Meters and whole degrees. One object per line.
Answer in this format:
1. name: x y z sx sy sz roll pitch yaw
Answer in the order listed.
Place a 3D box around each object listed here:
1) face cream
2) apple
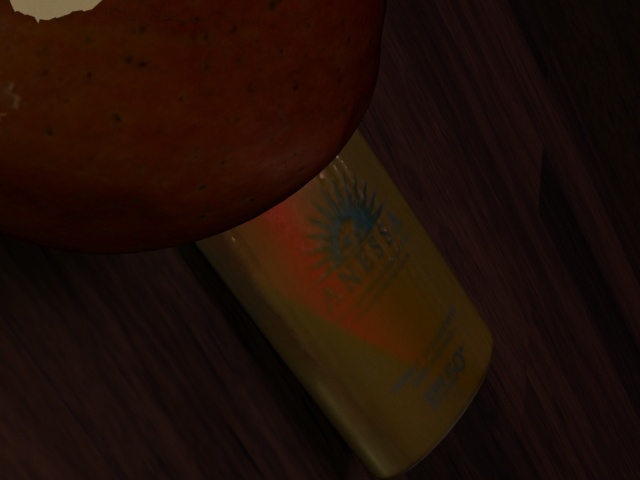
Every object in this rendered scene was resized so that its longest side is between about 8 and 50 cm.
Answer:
1. face cream: 0.000 0.000 0.661 0.285 0.067 0.139 54 53 -21
2. apple: -0.085 -0.110 0.439 0.234 0.234 0.234 48 30 -40
